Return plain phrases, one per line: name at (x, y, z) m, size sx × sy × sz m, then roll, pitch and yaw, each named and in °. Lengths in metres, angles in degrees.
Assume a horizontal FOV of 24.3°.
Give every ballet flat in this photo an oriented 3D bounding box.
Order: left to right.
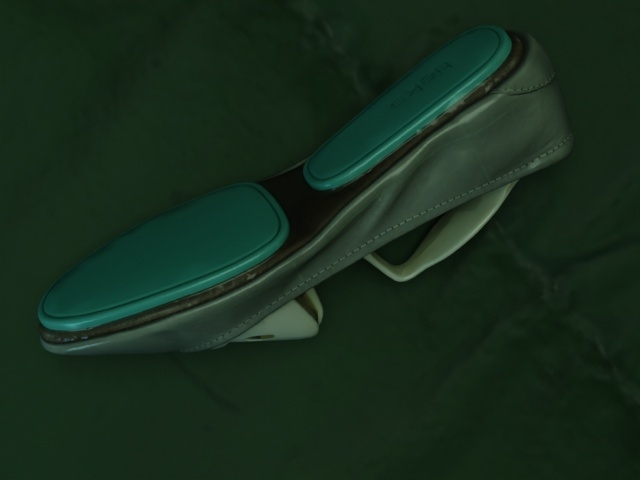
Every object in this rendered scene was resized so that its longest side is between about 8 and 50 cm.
ballet flat at (0.000, 0.000, 0.549) m, size 0.213 × 0.072 × 0.068 m, roll -31°, pitch 119°, yaw 0°
